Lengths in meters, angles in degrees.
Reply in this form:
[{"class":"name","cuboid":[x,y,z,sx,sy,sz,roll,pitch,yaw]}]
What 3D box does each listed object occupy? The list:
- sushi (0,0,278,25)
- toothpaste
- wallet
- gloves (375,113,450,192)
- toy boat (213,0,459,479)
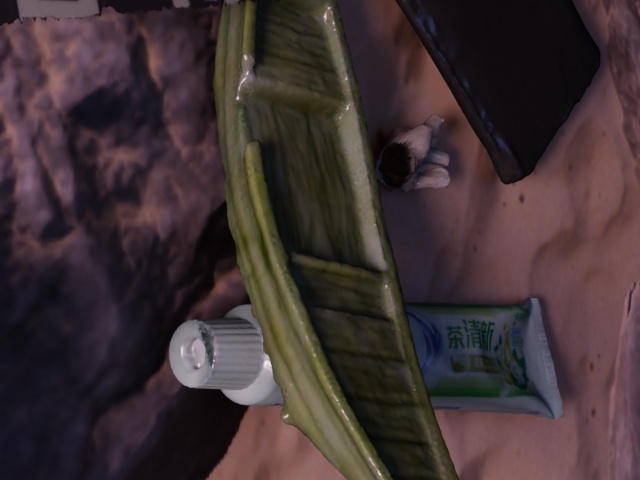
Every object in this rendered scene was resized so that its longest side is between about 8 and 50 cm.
[{"class":"sushi","cuboid":[-0.116,-0.198,0.694,0.192,0.050,0.215,-15,91,-49]},{"class":"toothpaste","cuboid":[0.039,0.062,0.834,0.297,0.048,0.075,5,70,-48]},{"class":"wallet","cuboid":[0.076,-0.177,0.908,0.285,0.030,0.146,56,47,-25]},{"class":"gloves","cuboid":[0.050,-0.047,0.857,0.081,0.037,0.044,-1,123,-61]},{"class":"toy boat","cuboid":[0.000,0.000,0.741,0.093,0.055,0.293,13,56,-48]}]
